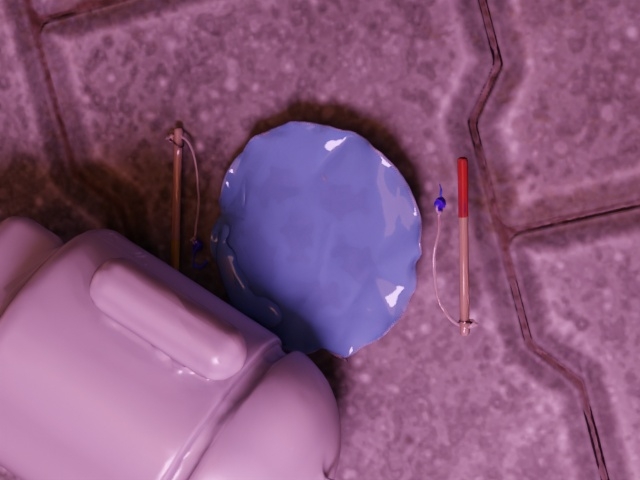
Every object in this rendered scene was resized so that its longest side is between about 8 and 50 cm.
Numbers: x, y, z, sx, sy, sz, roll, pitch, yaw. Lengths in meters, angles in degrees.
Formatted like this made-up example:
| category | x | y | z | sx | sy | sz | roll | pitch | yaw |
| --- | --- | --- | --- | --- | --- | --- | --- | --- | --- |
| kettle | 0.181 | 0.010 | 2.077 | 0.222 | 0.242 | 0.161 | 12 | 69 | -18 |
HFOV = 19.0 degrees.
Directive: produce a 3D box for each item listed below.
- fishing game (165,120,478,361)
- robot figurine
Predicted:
| category | x | y | z | sx | sy | sz | roll | pitch | yaw |
| --- | --- | --- | --- | --- | --- | --- | --- | --- | --- |
| fishing game | 0.000 | 0.000 | 1.481 | 0.264 | 0.041 | 0.189 | 3 | 101 | 26 |
| robot figurine | -0.131 | 0.127 | 1.461 | 0.353 | 0.200 | 0.300 | 33 | 149 | 9 |
